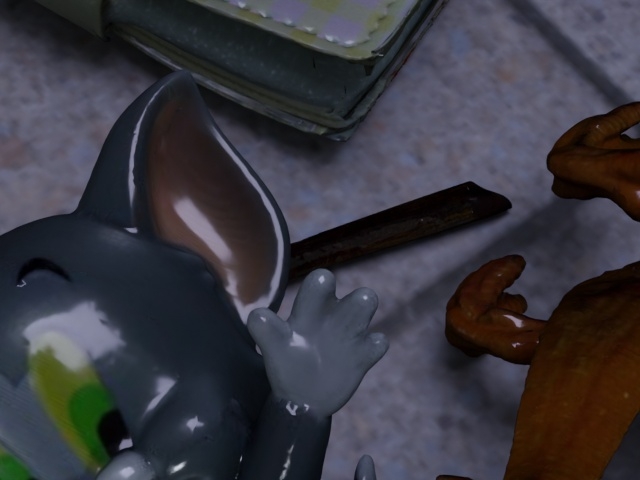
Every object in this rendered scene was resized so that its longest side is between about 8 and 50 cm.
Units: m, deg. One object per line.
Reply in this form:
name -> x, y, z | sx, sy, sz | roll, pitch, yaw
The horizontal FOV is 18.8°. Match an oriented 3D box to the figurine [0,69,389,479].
figurine -> -0.031, 0.085, 0.659 | 0.265, 0.193, 0.140 | 38, 17, -12

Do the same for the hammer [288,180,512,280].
hammer -> 0.000, 0.000, 0.788 | 0.178, 0.021, 0.065 | -18, 63, -22

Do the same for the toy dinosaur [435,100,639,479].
toy dinosaur -> 0.128, 0.024, 0.694 | 0.432, 0.097, 0.208 | -16, 24, -39

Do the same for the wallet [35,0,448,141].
wallet -> -0.078, -0.183, 0.855 | 0.309, 0.077, 0.223 | 26, 53, 7
